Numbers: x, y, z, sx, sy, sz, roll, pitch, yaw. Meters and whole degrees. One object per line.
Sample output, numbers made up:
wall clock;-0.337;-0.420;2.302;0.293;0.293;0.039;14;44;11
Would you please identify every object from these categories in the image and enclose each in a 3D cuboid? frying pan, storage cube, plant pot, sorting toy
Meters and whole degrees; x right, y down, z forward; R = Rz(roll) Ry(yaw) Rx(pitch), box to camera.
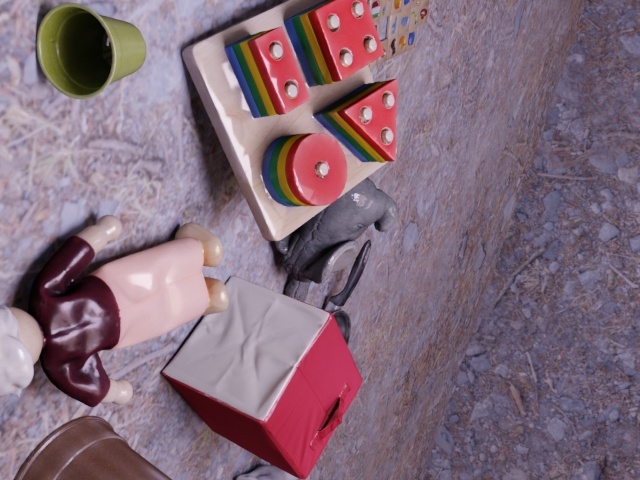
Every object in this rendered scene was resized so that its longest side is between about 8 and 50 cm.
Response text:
frying pan;0.007;0.165;1.341;0.197;0.053;0.326;-29;134;-53
storage cube;-0.075;0.197;1.032;0.184;0.214;0.193;-55;145;-26
plant pot;-0.246;0.317;0.830;0.167;0.165;0.167;-42;142;-44
sorting toy;-0.002;-0.169;0.887;0.257;0.089;0.256;-38;116;-34
plant pot;-0.205;-0.178;0.661;0.079;0.083;0.083;-40;144;-64

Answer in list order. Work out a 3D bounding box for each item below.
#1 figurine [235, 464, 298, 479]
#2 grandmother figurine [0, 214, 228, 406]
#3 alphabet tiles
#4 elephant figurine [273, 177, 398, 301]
figurine;-0.055;0.407;1.335;0.215;0.092;0.209;-60;162;15
grandmother figurine;-0.241;0.081;0.759;0.342;0.104;0.208;-18;96;-55
alphabet tiles;0.140;-0.419;1.230;0.237;0.009;0.198;-38;140;-48
elephant figurine;0.000;0.000;1.116;0.186;0.169;0.239;38;90;-34
